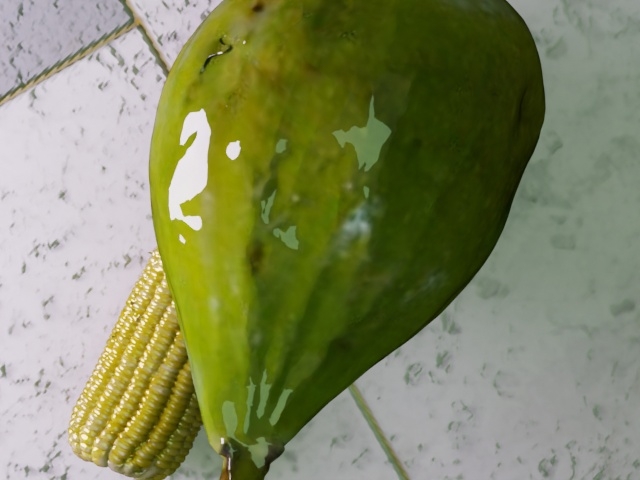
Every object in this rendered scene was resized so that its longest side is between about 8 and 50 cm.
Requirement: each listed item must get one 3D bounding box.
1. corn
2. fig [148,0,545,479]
[{"bbox_3d":[-0.102,0.076,1.149,0.085,0.063,0.165,22,94,1],"label":"corn"},{"bbox_3d":[-0.010,-0.029,1.036,0.233,0.233,0.314,45,62,-10],"label":"fig"}]
